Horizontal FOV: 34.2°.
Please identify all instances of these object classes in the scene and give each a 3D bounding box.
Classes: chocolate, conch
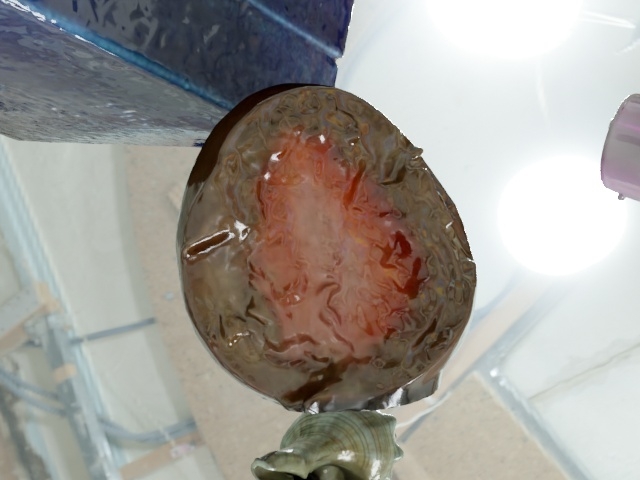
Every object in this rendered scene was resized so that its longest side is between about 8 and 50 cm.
[{"bbox_3d":[0.000,0.000,0.444,0.127,0.124,0.133,4,-83,49],"label":"chocolate"},{"bbox_3d":[0.007,0.231,1.045,0.114,0.234,0.137,-23,-85,44],"label":"conch"}]

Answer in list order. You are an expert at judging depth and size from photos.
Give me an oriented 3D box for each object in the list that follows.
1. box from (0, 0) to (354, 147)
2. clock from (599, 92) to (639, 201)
[{"bbox_3d":[-0.170,-0.132,0.519,0.262,0.279,0.116,5,-99,38],"label":"box"},{"bbox_3d":[0.410,-0.186,1.018,0.113,0.296,0.322,25,-71,32],"label":"clock"}]
